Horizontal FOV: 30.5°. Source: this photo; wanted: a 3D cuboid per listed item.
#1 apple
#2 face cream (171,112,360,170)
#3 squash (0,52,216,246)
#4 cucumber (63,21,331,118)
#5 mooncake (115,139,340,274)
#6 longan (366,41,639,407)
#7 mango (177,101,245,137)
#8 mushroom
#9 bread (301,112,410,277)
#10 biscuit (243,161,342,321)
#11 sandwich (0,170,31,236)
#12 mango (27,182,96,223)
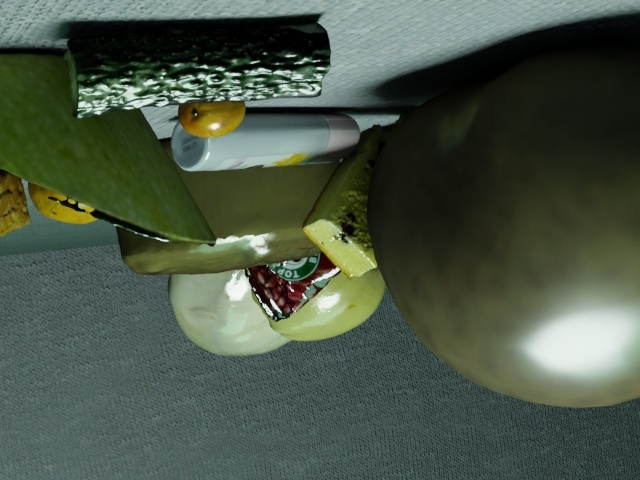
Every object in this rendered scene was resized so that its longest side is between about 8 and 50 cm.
[{"bbox_3d":[-0.004,0.051,1.707,0.200,0.200,0.200,-7,178,0],"label":"apple"},{"bbox_3d":[-0.056,-0.102,1.214,0.198,0.057,0.084,-5,174,-40],"label":"face cream"},{"bbox_3d":[-0.198,-0.054,0.863,0.204,0.155,0.237,-10,178,17],"label":"squash"},{"bbox_3d":[-0.081,-0.120,0.801,0.187,0.058,0.058,-8,178,-24],"label":"cucumber"},{"bbox_3d":[-0.109,-0.040,1.422,0.285,0.155,0.284,-9,177,-1],"label":"mooncake"},{"bbox_3d":[0.238,-0.014,1.119,0.405,0.336,0.404,17,153,9],"label":"longan"},{"bbox_3d":[-0.094,-0.112,1.024,0.060,0.046,0.089,-8,-178,2],"label":"mango"},{"bbox_3d":[-0.109,0.050,1.926,0.315,0.315,0.356,-7,170,-12],"label":"mushroom"},{"bbox_3d":[0.063,-0.066,1.277,0.049,0.088,0.226,-27,-154,48],"label":"bread"},{"bbox_3d":[-0.003,-0.006,1.583,0.235,0.151,0.063,-30,179,7],"label":"biscuit"},{"bbox_3d":[-0.489,-0.027,1.339,0.251,0.087,0.226,-8,177,9],"label":"sandwich"},{"bbox_3d":[-0.288,-0.057,1.356,0.098,0.075,0.190,24,174,-10],"label":"mango"}]
